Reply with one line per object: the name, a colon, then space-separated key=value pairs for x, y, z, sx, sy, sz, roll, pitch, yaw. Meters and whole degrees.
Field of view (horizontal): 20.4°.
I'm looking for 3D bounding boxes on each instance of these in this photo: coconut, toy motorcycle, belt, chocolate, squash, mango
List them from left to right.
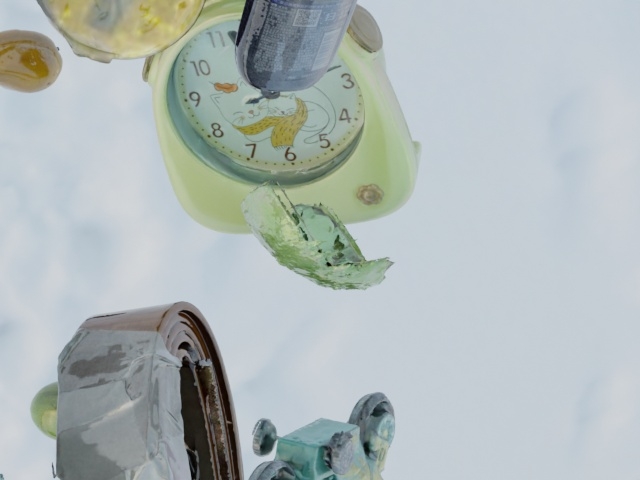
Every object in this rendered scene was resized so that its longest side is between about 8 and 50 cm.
mango: x=-0.367 y=-0.215 z=2.143 sx=0.114 sy=0.060 sz=0.080 roll=-5 pitch=112 yaw=-30
squash: x=-0.194 y=0.171 z=1.782 sx=0.201 sy=0.066 sz=0.066 roll=-1 pitch=153 yaw=10
chocolate: x=-0.177 y=-0.294 z=1.712 sx=0.162 sy=0.445 sz=0.162 roll=-1 pitch=107 yaw=-2
belt: x=-0.139 y=0.184 z=1.495 sx=0.105 sy=0.261 sz=0.184 roll=-11 pitch=172 yaw=17
coconut: x=-0.004 y=0.002 z=1.381 sx=0.055 sy=0.133 sz=0.158 roll=-54 pitch=151 yaw=6
toy motorcycle: x=-0.005 y=0.279 z=1.886 sx=0.109 sy=0.198 sz=0.296 roll=9 pitch=-167 yaw=29

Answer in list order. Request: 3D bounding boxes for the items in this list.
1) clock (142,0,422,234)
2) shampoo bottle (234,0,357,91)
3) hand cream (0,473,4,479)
clock: x=-0.050 y=-0.174 z=1.997 sx=0.286 sy=0.117 sz=0.348 roll=-5 pitch=125 yaw=16
shampoo bottle: x=-0.008 y=-0.206 z=1.377 sx=0.087 sy=0.049 sz=0.233 roll=-4 pitch=146 yaw=-18
hand cream: x=-0.299 y=0.354 z=1.431 sx=0.085 sy=0.058 sz=0.331 roll=-2 pitch=103 yaw=-37
